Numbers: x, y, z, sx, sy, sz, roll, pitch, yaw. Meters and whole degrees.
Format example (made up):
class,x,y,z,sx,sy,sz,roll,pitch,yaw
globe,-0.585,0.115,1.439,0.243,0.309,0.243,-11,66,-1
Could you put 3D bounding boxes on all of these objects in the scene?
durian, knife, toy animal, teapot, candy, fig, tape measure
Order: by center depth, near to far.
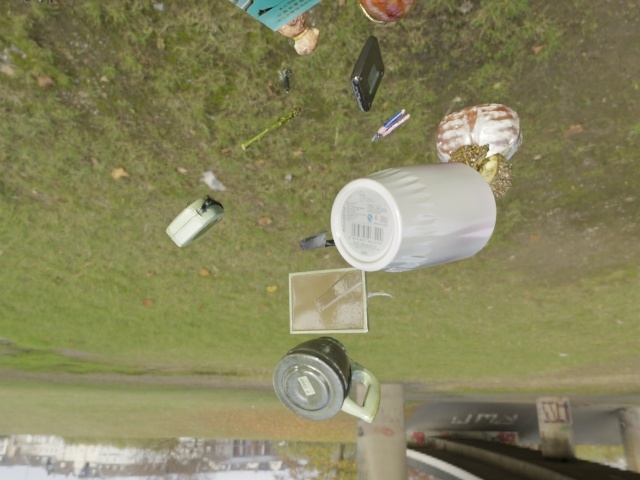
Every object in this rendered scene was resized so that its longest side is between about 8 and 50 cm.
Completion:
class,x,y,z,sx,sy,sz,roll,pitch,yaw
durian,0.432,-0.183,1.426,0.167,0.196,0.196,-46,152,3
fig,0.184,-0.721,1.459,0.205,0.205,0.205,0,161,0
teapot,0.035,0.423,1.651,0.321,0.239,0.239,0,-161,23
toy animal,-0.055,-0.701,1.670,0.184,0.104,0.185,-3,139,48
knife,0.000,0.000,1.676,0.028,0.060,0.230,22,-162,33
candy,0.538,-0.355,1.753,0.289,0.214,0.157,-10,160,19
tape measure,-0.447,-0.086,1.883,0.207,0.115,0.235,-43,-179,15

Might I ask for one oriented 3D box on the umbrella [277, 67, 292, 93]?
class,x,y,z,sx,sy,sz,roll,pitch,yaw
umbrella,-0.103,-0.452,1.437,0.044,0.269,0.044,23,116,-14

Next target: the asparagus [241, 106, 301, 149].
class,x,y,z,sx,sy,sz,roll,pitch,yaw
asparagus,-0.127,-0.311,1.396,0.025,0.248,0.024,41,145,7

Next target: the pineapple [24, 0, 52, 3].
class,x,y,z,sx,sy,sz,roll,pitch,yaw
pineapple,-0.590,-0.569,1.021,0.278,0.158,0.158,37,171,18

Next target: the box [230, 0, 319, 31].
class,x,y,z,sx,sy,sz,roll,pitch,yaw
box,-0.097,-0.528,1.058,0.162,0.041,0.229,-24,170,24

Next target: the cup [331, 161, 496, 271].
class,x,y,z,sx,sy,sz,roll,pitch,yaw
cup,0.223,-0.056,1.206,0.371,0.253,0.253,-10,173,-44

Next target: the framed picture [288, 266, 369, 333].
class,x,y,z,sx,sy,sz,roll,pitch,yaw
framed picture,0.016,0.142,1.196,0.203,0.150,0.015,-7,170,27

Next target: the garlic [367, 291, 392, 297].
class,x,y,z,sx,sy,sz,roll,pitch,yaw
garlic,0.057,0.161,1.445,0.266,0.128,0.148,-3,-163,-21

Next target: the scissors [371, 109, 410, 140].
class,x,y,z,sx,sy,sz,roll,pitch,yaw
scissors,0.175,-0.289,1.296,0.113,0.012,0.039,-35,149,22

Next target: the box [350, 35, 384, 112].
class,x,y,z,sx,sy,sz,roll,pitch,yaw
box,0.107,-0.367,1.128,0.027,0.126,0.125,17,165,21

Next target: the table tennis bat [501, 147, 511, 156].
class,x,y,z,sx,sy,sz,roll,pitch,yaw
table tennis bat,0.556,-0.245,1.662,0.156,0.013,0.087,-41,143,2
